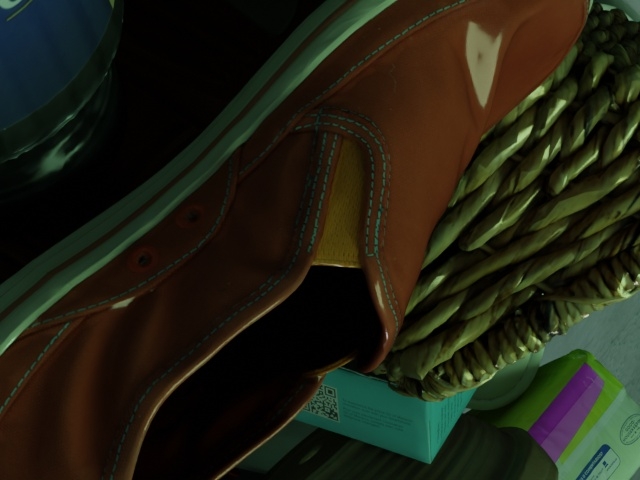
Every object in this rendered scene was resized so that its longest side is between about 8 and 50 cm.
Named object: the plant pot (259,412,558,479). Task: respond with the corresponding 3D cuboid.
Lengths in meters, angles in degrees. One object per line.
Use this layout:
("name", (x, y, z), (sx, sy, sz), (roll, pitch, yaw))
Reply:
("plant pot", (0.027, 0.178, 1.005), (0.237, 0.110, 0.237), (-39, -174, 4))

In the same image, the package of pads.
("package of pads", (0.124, 0.217, 1.254), (0.229, 0.101, 0.296), (-46, 180, -26))

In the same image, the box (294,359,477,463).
("box", (0.077, 0.029, 1.009), (0.244, 0.100, 0.060), (-51, 148, -42))

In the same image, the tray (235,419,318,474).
("tray", (-0.019, 0.084, 1.036), (0.145, 0.030, 0.270), (-59, 155, -1))

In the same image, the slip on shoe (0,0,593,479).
("slip on shoe", (0.000, 0.000, 0.579), (0.331, 0.101, 0.123), (-42, 153, -25))

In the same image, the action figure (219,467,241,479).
("action figure", (-0.076, 0.202, 1.067), (0.038, 0.030, 0.115), (-13, 131, -64))

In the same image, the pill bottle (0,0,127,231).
("pill bottle", (-0.134, -0.098, 0.507), (0.123, 0.123, 0.219), (-50, 154, -19))

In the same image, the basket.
("basket", (0.106, -0.020, 0.832), (0.299, 0.223, 0.213), (-48, 161, -73))

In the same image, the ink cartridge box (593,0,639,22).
("ink cartridge box", (0.312, -0.277, 1.049), (0.270, 0.198, 0.197), (-55, 155, -11))

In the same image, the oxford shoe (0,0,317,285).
("oxford shoe", (-0.118, 0.011, 0.660), (0.348, 0.123, 0.130), (-41, 152, -34))

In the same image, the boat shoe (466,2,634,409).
("boat shoe", (0.150, -0.032, 1.176), (0.099, 0.116, 0.319), (-98, -157, -69))
